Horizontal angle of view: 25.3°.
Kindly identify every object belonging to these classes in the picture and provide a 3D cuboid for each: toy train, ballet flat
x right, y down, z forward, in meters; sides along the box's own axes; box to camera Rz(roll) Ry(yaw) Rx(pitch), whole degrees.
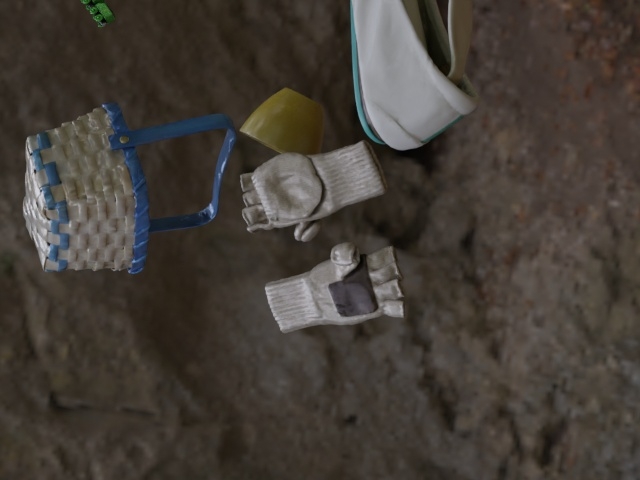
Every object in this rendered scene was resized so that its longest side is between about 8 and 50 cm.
[{"bbox_3d":[-0.259,-0.275,1.618,0.083,0.024,0.017,54,173,25],"label":"toy train"},{"bbox_3d":[0.079,-0.291,1.404,0.139,0.139,0.400,124,136,-81],"label":"ballet flat"}]

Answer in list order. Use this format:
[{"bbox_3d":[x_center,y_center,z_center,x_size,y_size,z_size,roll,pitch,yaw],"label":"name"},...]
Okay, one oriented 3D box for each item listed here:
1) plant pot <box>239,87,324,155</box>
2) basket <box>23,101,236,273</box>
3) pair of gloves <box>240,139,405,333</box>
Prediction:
[{"bbox_3d":[-0.047,-0.185,2.257,0.095,0.134,0.134,-62,4,1],"label":"plant pot"},{"bbox_3d":[-0.270,-0.079,2.024,0.254,0.289,0.201,110,148,-53],"label":"basket"},{"bbox_3d":[0.000,0.000,1.826,0.042,0.204,0.240,-36,-66,-62],"label":"pair of gloves"}]
